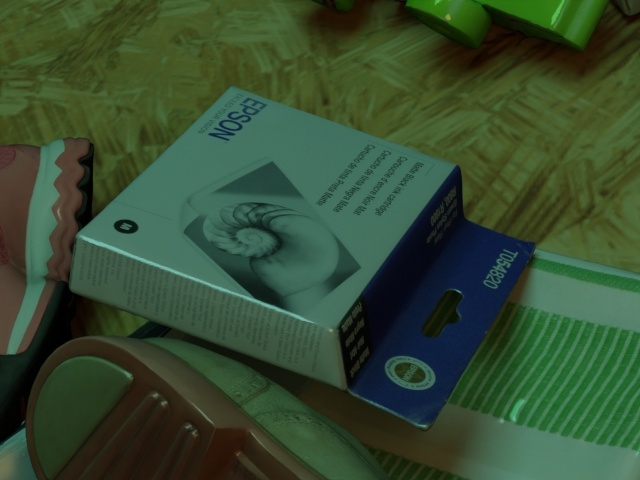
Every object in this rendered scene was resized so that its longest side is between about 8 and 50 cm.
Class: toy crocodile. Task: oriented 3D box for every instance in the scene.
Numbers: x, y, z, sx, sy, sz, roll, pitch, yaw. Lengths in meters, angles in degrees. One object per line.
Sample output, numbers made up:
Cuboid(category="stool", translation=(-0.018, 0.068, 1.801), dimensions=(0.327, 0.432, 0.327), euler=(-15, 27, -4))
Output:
Cuboid(category="toy crocodile", translation=(0.079, -0.216, 1.414), dimensions=(0.340, 0.105, 0.115), euler=(21, 85, 37))

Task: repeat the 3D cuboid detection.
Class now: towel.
Cuboid(category="towel", translation=(0.070, 0.127, 1.106), dimensions=(0.248, 0.038, 0.325), euler=(14, 53, 33))

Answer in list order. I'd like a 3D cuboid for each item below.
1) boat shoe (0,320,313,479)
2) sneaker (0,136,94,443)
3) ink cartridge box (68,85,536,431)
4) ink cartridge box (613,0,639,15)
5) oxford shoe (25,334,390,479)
Cuboid(category="boat shoe", translation=(-0.124, 0.117, 1.129), dimensions=(0.306, 0.113, 0.105), euler=(-46, 17, -18))
Cuboid(category="sneaker", translation=(-0.233, 0.041, 1.247), dimensions=(0.136, 0.116, 0.314), euler=(5, 36, -2))
Cuboid(category="ink cartridge box", translation=(0.000, 0.000, 1.102), dimensions=(0.224, 0.045, 0.223), euler=(20, 33, 12))
Cuboid(category="ink cartridge box", translation=(0.254, -0.327, 1.430), dimensions=(0.211, 0.121, 0.289), euler=(-25, 42, -4))
Cuboid(category="oxford shoe", translation=(0.026, 0.175, 0.959), dimensions=(0.397, 0.146, 0.140), euler=(43, 114, 23))
